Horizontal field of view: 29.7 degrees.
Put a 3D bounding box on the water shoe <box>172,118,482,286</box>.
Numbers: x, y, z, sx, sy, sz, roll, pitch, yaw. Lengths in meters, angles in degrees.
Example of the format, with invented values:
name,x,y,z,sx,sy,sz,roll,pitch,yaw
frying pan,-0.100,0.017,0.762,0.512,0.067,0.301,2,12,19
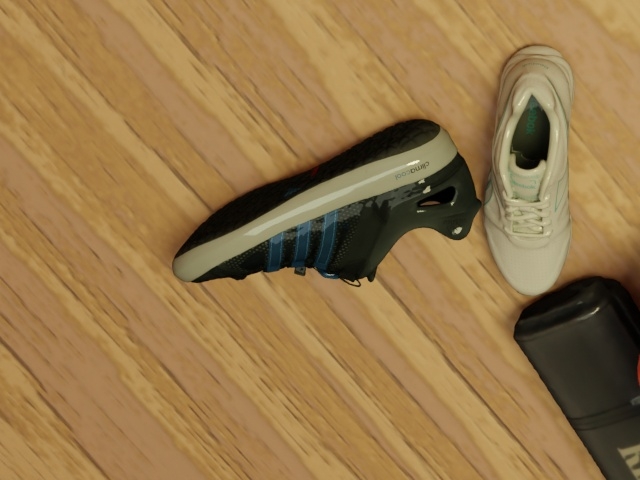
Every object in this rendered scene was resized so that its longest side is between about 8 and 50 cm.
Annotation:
name,x,y,z,sx,sy,sz,roll,pitch,yaw
water shoe,0.000,0.000,0.741,0.203,0.073,0.080,-23,108,26

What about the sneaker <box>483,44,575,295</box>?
name,x,y,z,sx,sy,sz,roll,pitch,yaw
sneaker,0.118,-0.032,0.697,0.053,0.061,0.152,2,117,14

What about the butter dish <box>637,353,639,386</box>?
name,x,y,z,sx,sy,sz,roll,pitch,yaw
butter dish,0.242,0.084,0.675,0.160,0.160,0.118,26,138,4

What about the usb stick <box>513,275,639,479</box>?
name,x,y,z,sx,sy,sz,roll,pitch,yaw
usb stick,0.217,0.144,0.758,0.077,0.045,0.278,-28,104,26
